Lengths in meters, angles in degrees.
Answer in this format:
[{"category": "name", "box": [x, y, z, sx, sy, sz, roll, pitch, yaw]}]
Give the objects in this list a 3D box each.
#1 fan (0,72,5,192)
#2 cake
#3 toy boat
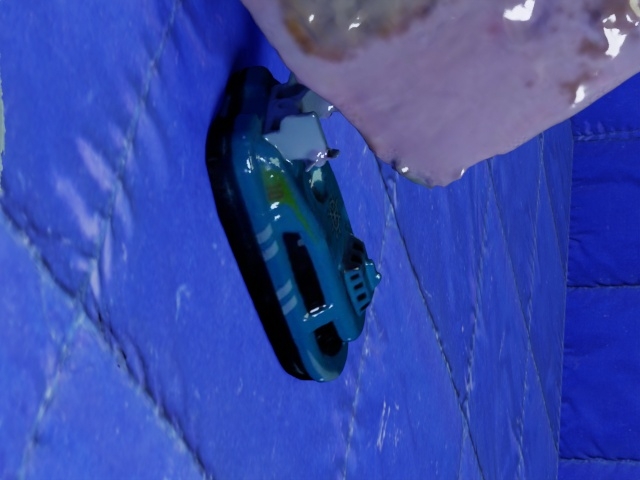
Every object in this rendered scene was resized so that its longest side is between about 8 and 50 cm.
[{"category": "fan", "box": [-0.186, -0.078, 0.446, 0.329, 0.009, 0.190, 23, 65, -82]}, {"category": "cake", "box": [0.086, -0.240, 0.848, 0.307, 0.293, 0.314, 49, 20, -13]}, {"category": "toy boat", "box": [0.000, 0.000, 0.965, 0.134, 0.092, 0.299, -80, 158, -43]}]
